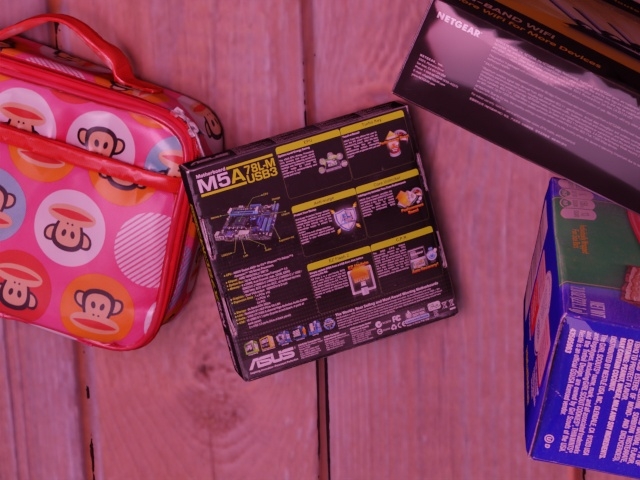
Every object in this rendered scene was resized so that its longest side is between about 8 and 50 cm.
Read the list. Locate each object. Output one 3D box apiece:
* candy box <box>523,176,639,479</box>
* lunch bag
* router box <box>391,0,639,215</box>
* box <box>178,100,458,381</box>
[{"bbox_3d":[0.311,0.075,1.348,0.317,0.268,0.122,11,113,0],"label":"candy box"},{"bbox_3d":[-0.232,-0.062,1.597,0.293,0.120,0.258,17,108,10],"label":"lunch bag"},{"bbox_3d":[0.230,-0.100,1.362,0.309,0.243,0.081,27,113,7],"label":"router box"},{"bbox_3d":[0.000,0.000,1.530,0.191,0.045,0.184,-18,102,-10],"label":"box"}]
